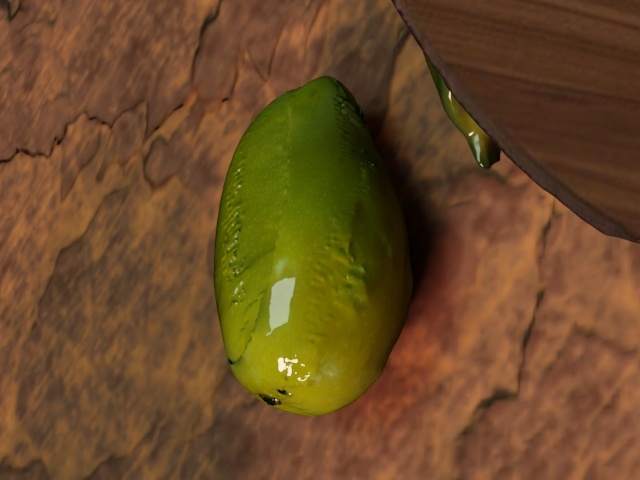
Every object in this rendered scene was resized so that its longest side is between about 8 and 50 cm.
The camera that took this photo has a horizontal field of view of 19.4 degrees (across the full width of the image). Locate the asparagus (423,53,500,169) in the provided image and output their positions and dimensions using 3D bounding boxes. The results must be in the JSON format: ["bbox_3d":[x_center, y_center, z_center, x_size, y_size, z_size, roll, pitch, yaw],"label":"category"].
[{"bbox_3d":[0.042,-0.182,0.817,0.085,0.082,0.343,-38,48,28],"label":"asparagus"}]

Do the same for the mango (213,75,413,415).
[{"bbox_3d":[0.000,0.000,0.789,0.091,0.074,0.165,-39,34,40],"label":"mango"}]

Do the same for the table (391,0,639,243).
[{"bbox_3d":[0.124,-0.194,0.628,0.317,0.317,0.249,-44,31,28],"label":"table"}]
